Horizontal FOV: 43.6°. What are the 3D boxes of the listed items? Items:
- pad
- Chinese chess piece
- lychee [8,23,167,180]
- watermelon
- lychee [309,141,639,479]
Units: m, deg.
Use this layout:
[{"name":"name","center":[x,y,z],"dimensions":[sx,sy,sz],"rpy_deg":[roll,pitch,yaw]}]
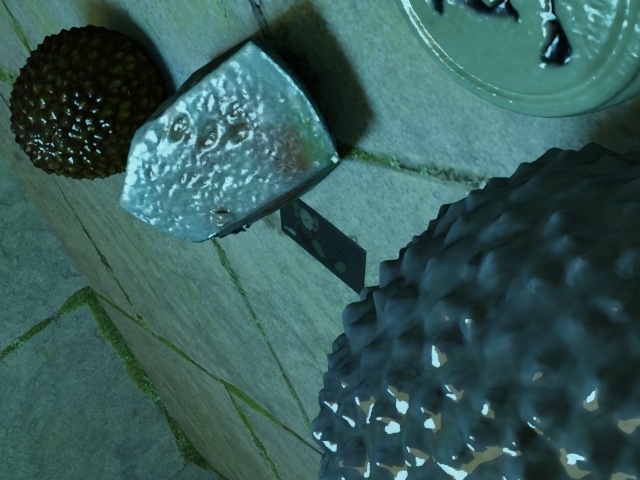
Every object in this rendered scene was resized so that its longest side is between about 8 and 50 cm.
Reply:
[{"name":"pad","center":[0.000,0.000,1.245],"dimensions":[0.190,0.004,0.127],"rpy_deg":[39,153,25]},{"name":"Chinese chess piece","center":[0.154,-0.206,0.557],"dimensions":[0.250,0.101,0.250],"rpy_deg":[39,153,24]},{"name":"lychee","center":[-0.383,-0.216,1.312],"dimensions":[0.267,0.267,0.267],"rpy_deg":[40,154,24]},{"name":"watermelon","center":[-0.137,-0.106,1.019],"dimensions":[0.228,0.258,0.387],"rpy_deg":[57,159,-9]},{"name":"lychee","center":[0.206,0.125,0.613],"dimensions":[0.380,0.432,0.380],"rpy_deg":[61,-168,-23]}]
